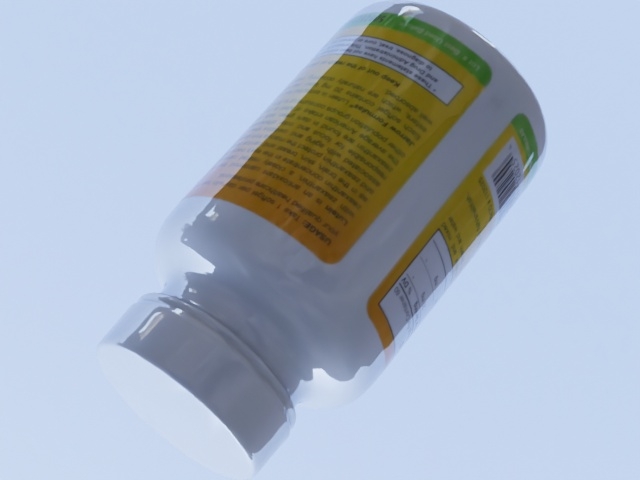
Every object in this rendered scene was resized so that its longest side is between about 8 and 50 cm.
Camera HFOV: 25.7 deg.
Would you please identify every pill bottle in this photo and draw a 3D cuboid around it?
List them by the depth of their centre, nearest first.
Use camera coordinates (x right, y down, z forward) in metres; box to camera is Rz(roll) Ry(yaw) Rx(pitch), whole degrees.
[{"bbox_3d":[0.000,0.000,0.735,0.136,0.136,0.245,40,-115,1],"label":"pill bottle"}]
